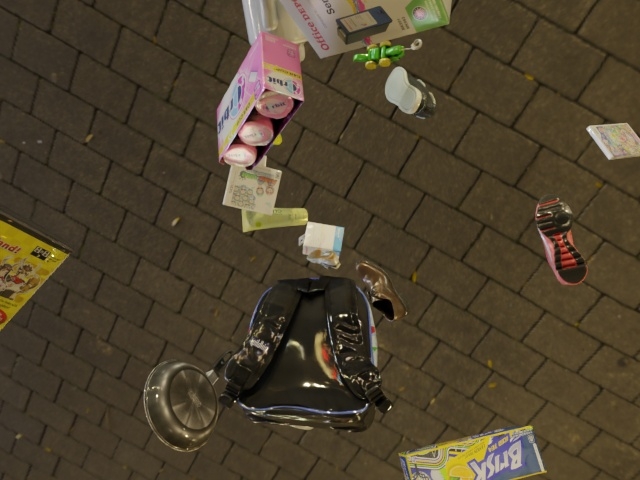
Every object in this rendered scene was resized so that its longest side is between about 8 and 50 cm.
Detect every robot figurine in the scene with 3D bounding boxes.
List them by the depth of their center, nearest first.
[{"bbox_3d":[-0.129,-0.702,1.487,0.200,0.300,0.353,-5,118,6],"label":"robot figurine"}]

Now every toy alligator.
[{"bbox_3d":[0.175,-0.468,1.273,0.190,0.051,0.056,0,84,33],"label":"toy alligator"}]

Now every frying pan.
[{"bbox_3d":[-0.257,0.350,1.135,0.053,0.326,0.197,-30,73,25],"label":"frying pan"}]

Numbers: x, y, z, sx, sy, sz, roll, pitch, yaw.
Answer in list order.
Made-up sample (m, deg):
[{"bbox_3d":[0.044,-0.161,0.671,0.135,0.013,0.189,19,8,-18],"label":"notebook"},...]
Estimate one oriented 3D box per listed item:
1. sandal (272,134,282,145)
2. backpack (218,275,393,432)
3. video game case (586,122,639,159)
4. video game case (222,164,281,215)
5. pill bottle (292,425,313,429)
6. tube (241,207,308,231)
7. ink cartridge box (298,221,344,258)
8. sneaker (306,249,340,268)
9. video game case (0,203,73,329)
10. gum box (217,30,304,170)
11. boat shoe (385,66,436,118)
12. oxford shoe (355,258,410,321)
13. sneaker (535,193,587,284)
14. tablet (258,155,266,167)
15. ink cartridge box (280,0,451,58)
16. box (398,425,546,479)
[{"bbox_3d":[-0.220,-0.337,1.606,0.138,0.317,0.126,-17,101,19],"label":"sandal"},{"bbox_3d":[-0.011,0.201,0.910,0.277,0.263,0.213,4,147,5],"label":"backpack"},{"bbox_3d":[0.636,-0.213,1.075,0.122,0.087,0.011,-9,153,-23],"label":"video game case"},{"bbox_3d":[-0.207,-0.162,1.544,0.157,0.019,0.143,12,92,-24],"label":"video game case"},{"bbox_3d":[-0.041,0.325,1.223,0.131,0.131,0.229,19,78,2],"label":"pill bottle"},{"bbox_3d":[-0.162,-0.079,1.772,0.240,0.070,0.062,-3,140,-28],"label":"tube"},{"bbox_3d":[0.000,0.000,1.697,0.143,0.092,0.089,10,69,0],"label":"ink cartridge box"},{"bbox_3d":[0.005,0.041,0.981,0.083,0.032,0.037,7,138,55],"label":"sneaker"},{"bbox_3d":[-0.460,0.042,0.545,0.035,0.275,0.248,36,82,33],"label":"video game case"},{"bbox_3d":[-0.098,-0.199,0.755,0.062,0.107,0.188,10,150,-29],"label":"gum box"},{"bbox_3d":[0.298,-0.488,1.685,0.091,0.302,0.114,17,126,-22],"label":"boat shoe"},{"bbox_3d":[0.180,0.153,1.568,0.227,0.096,0.082,50,130,17],"label":"oxford shoe"},{"bbox_3d":[0.779,0.003,1.677,0.116,0.136,0.313,-10,74,9],"label":"sneaker"},{"bbox_3d":[-0.222,-0.267,1.795,0.054,0.006,0.083,4,128,-10],"label":"tablet"},{"bbox_3d":[0.060,-0.361,0.704,0.213,0.093,0.154,-1,154,31],"label":"ink cartridge box"},{"bbox_3d":[0.192,0.283,0.644,0.169,0.054,0.059,-10,71,-8],"label":"box"}]
